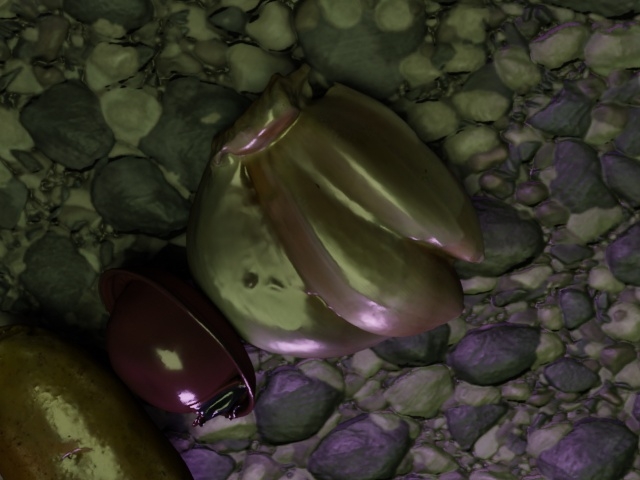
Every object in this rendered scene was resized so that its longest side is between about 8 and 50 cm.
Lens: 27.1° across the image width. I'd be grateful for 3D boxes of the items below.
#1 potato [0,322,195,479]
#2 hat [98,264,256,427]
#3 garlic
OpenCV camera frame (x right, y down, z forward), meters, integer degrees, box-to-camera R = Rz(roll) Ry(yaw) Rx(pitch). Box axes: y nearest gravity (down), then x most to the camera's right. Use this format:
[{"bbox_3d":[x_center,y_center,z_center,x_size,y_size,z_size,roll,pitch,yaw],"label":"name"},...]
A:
[{"bbox_3d":[-0.243,0.244,1.405,0.176,0.195,0.369,-33,115,-20],"label":"potato"},{"bbox_3d":[-0.156,0.114,1.335,0.205,0.089,0.205,32,148,23],"label":"hat"},{"bbox_3d":[0.001,-0.001,1.309,0.279,0.132,0.325,-32,104,24],"label":"garlic"}]
